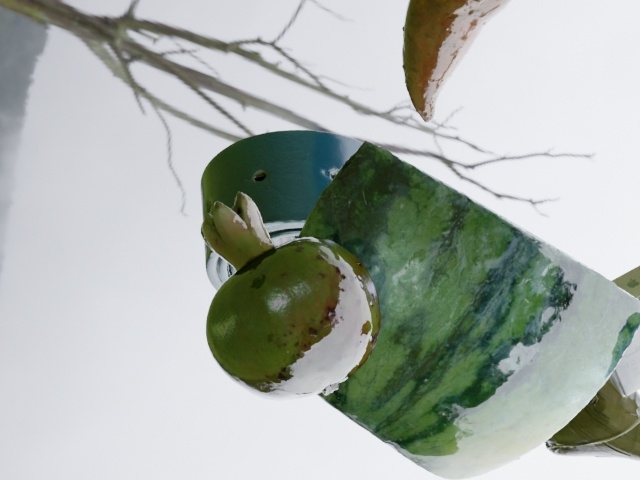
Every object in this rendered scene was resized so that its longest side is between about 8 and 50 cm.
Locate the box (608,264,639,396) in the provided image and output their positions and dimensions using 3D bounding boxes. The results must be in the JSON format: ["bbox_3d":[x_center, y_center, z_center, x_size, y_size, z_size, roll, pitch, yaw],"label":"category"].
[{"bbox_3d":[0.378,0.097,0.979,0.129,0.130,0.051,-30,-150,4],"label":"box"}]

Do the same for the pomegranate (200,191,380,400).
[{"bbox_3d":[-0.026,0.034,0.546,0.142,0.114,0.114,57,-45,11],"label":"pomegranate"}]

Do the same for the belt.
[{"bbox_3d":[-0.001,-0.001,1.264,0.300,0.436,0.173,-16,-121,23],"label":"belt"}]

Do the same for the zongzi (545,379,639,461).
[{"bbox_3d":[0.393,0.284,1.143,0.178,0.081,0.189,45,-44,15],"label":"zongzi"}]

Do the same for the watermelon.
[{"bbox_3d":[0.086,0.048,0.704,0.213,0.261,0.201,-54,-169,8],"label":"watermelon"}]

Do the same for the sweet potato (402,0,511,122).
[{"bbox_3d":[0.166,-0.274,0.812,0.354,0.106,0.095,-53,-162,27],"label":"sweet potato"}]
